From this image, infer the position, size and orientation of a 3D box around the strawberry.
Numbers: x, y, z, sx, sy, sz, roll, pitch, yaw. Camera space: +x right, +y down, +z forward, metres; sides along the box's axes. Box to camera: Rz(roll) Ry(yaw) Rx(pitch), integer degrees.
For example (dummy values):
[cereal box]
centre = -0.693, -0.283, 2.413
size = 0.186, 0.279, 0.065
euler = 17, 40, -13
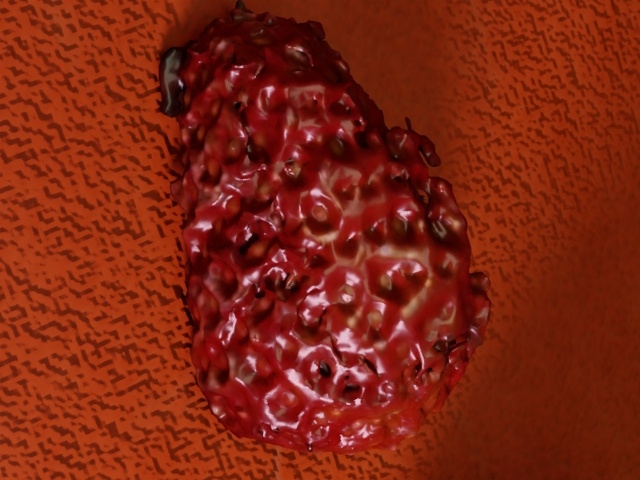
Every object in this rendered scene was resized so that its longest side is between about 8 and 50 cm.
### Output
[strawberry]
centre = 0.000, 0.000, 0.722
size = 0.121, 0.082, 0.188
euler = -29, 110, -28
